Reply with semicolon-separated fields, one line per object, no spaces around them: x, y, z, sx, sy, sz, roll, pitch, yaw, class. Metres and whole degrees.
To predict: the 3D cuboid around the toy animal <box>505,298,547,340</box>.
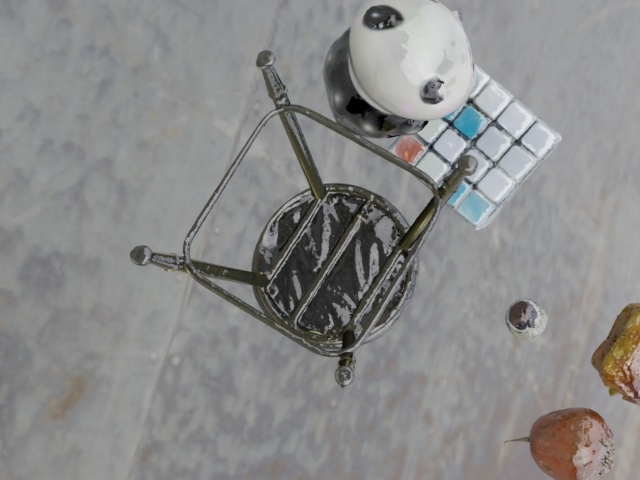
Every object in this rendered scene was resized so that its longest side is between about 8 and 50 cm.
0.472;0.174;2.104;0.098;0.137;0.098;-5;112;-13;toy animal

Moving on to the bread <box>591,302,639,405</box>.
0.703;0.268;1.679;0.185;0.381;0.109;-63;-172;6;bread

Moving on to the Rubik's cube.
0.330;-0.199;1.884;0.259;0.256;0.253;-52;172;14;Rubik's cube

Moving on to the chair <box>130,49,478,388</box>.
0.000;0.000;1.434;0.364;0.362;0.410;-59;167;-7;chair

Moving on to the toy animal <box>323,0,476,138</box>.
0.137;-0.298;1.538;0.310;0.251;0.250;141;-34;-80;toy animal

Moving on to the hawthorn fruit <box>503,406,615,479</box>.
0.432;0.357;1.596;0.149;0.189;0.149;-57;161;-34;hawthorn fruit
